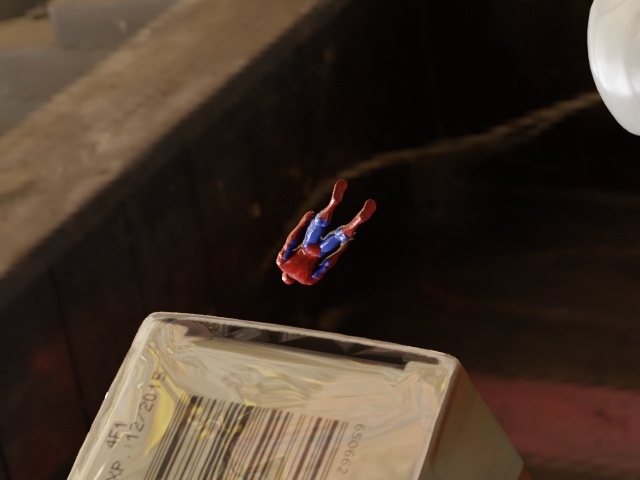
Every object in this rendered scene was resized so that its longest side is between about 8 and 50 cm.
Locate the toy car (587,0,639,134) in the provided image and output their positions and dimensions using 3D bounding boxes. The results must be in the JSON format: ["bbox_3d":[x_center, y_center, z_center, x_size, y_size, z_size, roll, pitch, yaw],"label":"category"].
[{"bbox_3d":[0.180,-0.073,0.577,0.182,0.159,0.136,-44,-164,26],"label":"toy car"}]

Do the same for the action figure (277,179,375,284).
[{"bbox_3d":[0.000,0.000,1.282,0.038,0.115,0.030,31,-130,-8],"label":"action figure"}]

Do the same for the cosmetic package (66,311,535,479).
[{"bbox_3d":[0.025,0.166,0.799,0.153,0.296,0.129,7,-121,29],"label":"cosmetic package"}]
